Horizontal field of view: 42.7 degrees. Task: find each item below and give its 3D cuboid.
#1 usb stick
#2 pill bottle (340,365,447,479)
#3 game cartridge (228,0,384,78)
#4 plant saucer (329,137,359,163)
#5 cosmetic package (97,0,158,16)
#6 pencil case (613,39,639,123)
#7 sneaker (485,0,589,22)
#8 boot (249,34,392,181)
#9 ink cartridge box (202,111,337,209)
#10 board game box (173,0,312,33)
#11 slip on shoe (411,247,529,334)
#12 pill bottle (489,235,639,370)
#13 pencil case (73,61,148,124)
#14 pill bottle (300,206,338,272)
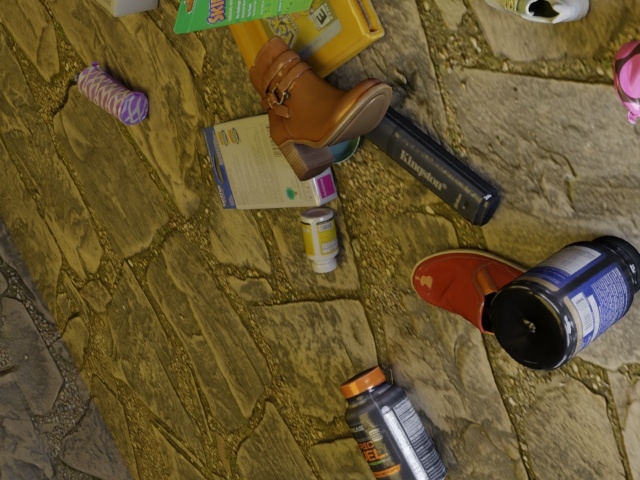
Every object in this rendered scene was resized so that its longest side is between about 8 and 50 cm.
[{"bbox_3d":[0.169,-0.127,1.313,0.278,0.045,0.077,43,137,25],"label":"usb stick"},{"bbox_3d":[0.131,0.367,1.574,0.130,0.130,0.245,-34,83,53],"label":"pill bottle"},{"bbox_3d":[-0.057,-0.410,1.416,0.324,0.053,0.285,-24,91,52],"label":"game cartridge"},{"bbox_3d":[0.020,-0.196,1.448,0.119,0.021,0.119,10,112,25],"label":"plant saucer"},{"bbox_3d":[-0.401,-0.632,1.647,0.160,0.113,0.309,44,139,25],"label":"cosmetic package"},{"bbox_3d":[0.441,-0.189,0.917,0.209,0.095,0.098,0,75,52],"label":"pencil case"},{"bbox_3d":[0.270,-0.316,1.071,0.152,0.061,0.053,26,131,41],"label":"sneaker"},{"bbox_3d":[-0.012,-0.250,1.351,0.220,0.109,0.283,63,150,8],"label":"boot"},{"bbox_3d":[-0.108,-0.157,1.613,0.311,0.065,0.185,-1,108,47],"label":"ink cartridge box"},{"bbox_3d":[-0.104,-0.384,1.231,0.039,0.259,0.124,52,142,18],"label":"board game box"},{"bbox_3d":[0.264,0.092,1.282,0.331,0.101,0.123,18,125,45],"label":"slip on shoe"},{"bbox_3d":[0.335,0.073,1.085,0.123,0.219,0.122,27,129,39],"label":"pill bottle"},{"bbox_3d":[-0.495,-0.350,1.952,0.206,0.086,0.088,35,107,31],"label":"pencil case"},{"bbox_3d":[0.000,0.000,1.571,0.065,0.065,0.116,15,121,45],"label":"pill bottle"}]
